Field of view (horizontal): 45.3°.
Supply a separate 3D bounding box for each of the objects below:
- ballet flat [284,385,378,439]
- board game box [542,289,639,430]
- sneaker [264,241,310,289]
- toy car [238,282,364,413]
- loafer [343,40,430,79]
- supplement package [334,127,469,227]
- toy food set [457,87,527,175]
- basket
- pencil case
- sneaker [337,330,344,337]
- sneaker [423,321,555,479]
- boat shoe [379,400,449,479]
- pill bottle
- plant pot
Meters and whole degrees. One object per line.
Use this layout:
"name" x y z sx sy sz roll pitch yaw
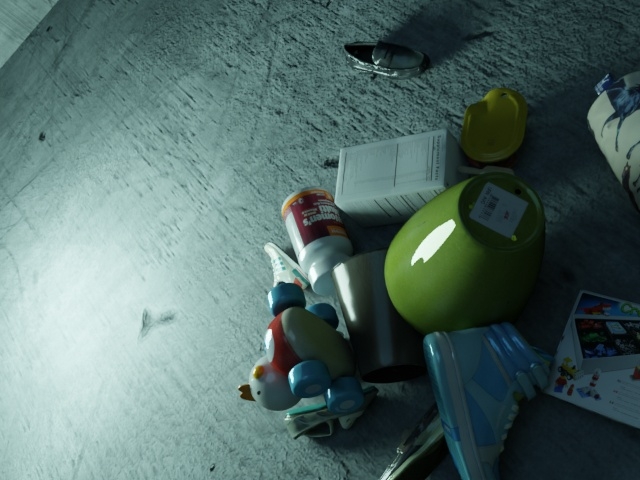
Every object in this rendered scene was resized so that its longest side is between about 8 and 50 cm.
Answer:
"ballet flat" 0.028 0.344 1.507 0.213 0.072 0.068 -22 85 23
"board game box" 0.528 0.207 1.223 0.305 0.053 0.193 16 79 46
"sneaker" -0.089 0.067 1.711 0.075 0.057 0.161 -48 54 -4
"toy car" -0.073 0.247 1.461 0.238 0.210 0.219 -36 47 18
"loafer" 0.149 -0.425 1.789 0.223 0.078 0.076 16 77 37
"supplement package" 0.172 -0.124 1.591 0.244 0.134 0.139 -6 64 30
"toy food set" 0.354 -0.202 1.554 0.128 0.071 0.217 3 64 27
"basket" 0.126 0.150 1.481 0.204 0.154 0.226 -20 62 27
"pencil case" 0.583 -0.119 1.255 0.160 0.183 0.410 -2 46 -8
"sneaker" -0.008 0.259 1.565 0.166 0.065 0.076 -41 56 11
"sneaker" 0.309 0.286 1.285 0.208 0.127 0.319 -16 98 -4
"boat shoe" 0.181 0.368 1.384 0.223 0.080 0.073 -46 46 -2
"pill bottle" 0.000 0.000 1.647 0.121 0.121 0.221 -32 54 15
"plant pot" 0.264 0.010 1.300 0.275 0.293 0.274 1 68 -3
